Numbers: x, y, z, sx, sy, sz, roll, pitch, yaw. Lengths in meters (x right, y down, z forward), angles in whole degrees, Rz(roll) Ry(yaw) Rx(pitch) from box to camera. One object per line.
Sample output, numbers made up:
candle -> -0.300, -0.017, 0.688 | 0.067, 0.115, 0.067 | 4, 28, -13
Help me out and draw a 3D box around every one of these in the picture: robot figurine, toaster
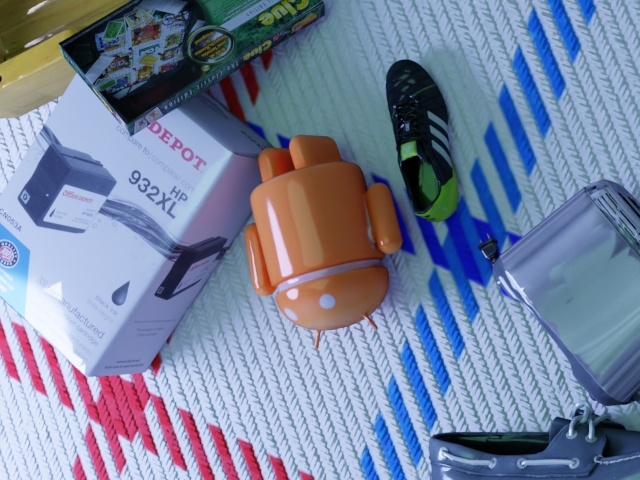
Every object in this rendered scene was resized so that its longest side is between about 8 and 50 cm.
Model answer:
robot figurine -> 0.001, -0.001, 1.793 | 0.158, 0.128, 0.219 | -13, 82, -7
toaster -> 0.278, 0.042, 1.663 | 0.146, 0.129, 0.227 | -43, 70, 15

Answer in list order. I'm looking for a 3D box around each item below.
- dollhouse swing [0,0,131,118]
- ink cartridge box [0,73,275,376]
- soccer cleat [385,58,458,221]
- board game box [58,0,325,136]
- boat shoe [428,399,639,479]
dollhouse swing -> -0.416, -0.341, 1.906 | 0.315, 0.305, 0.347 | -23, 78, 24
ink cartridge box -> -0.223, -0.035, 1.901 | 0.223, 0.129, 0.307 | 40, 105, 21
soccer cleat -> 0.103, -0.107, 1.777 | 0.060, 0.072, 0.179 | -18, 81, 24
board game box -> -0.138, -0.228, 1.835 | 0.259, 0.030, 0.136 | -33, 63, -16
boat shoe -> 0.247, 0.213, 1.680 | 0.319, 0.116, 0.099 | -16, 86, 30
